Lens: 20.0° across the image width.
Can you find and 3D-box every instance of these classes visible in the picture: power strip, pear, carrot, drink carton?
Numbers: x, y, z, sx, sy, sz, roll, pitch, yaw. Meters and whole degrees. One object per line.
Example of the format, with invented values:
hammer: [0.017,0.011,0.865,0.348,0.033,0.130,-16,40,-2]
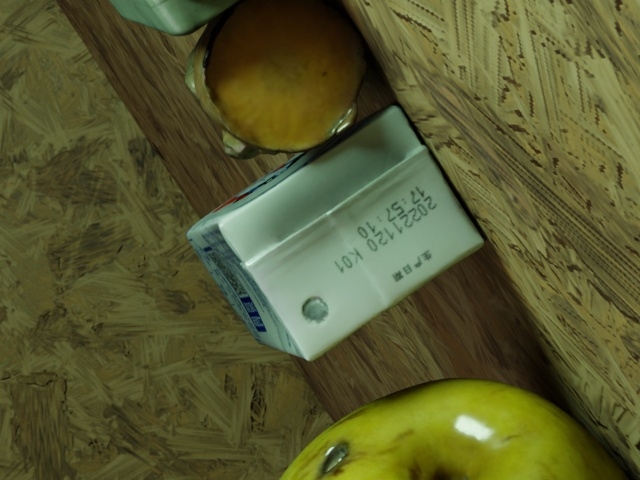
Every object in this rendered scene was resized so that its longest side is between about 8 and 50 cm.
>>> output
power strip: [-0.073,-0.164,1.053,0.053,0.093,0.288,56,173,-15]
pear: [0.084,0.223,1.090,0.281,0.280,0.281,55,173,9]
carrot: [-0.042,-0.110,1.123,0.102,0.102,0.263,58,175,-13]
drink carton: [0.000,0.000,1.173,0.106,0.130,0.315,55,173,-4]
